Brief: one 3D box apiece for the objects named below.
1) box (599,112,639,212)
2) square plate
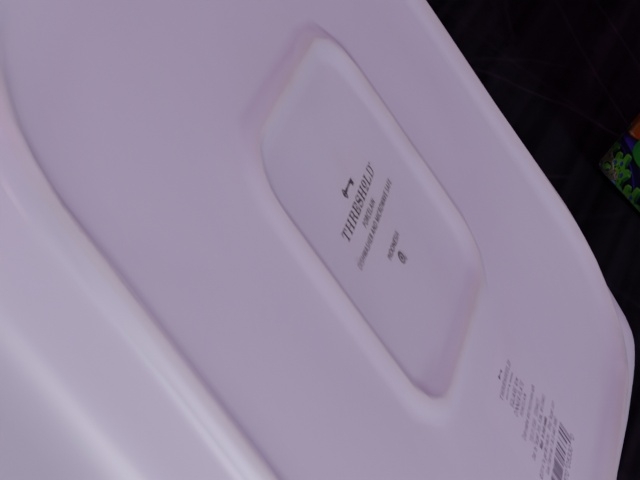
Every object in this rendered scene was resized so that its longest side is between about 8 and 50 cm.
[{"bbox_3d":[0.338,-0.039,0.817,0.177,0.279,0.290,-13,55,-50],"label":"box"},{"bbox_3d":[0.000,0.000,0.548,0.344,0.049,0.347,53,28,-17],"label":"square plate"}]
